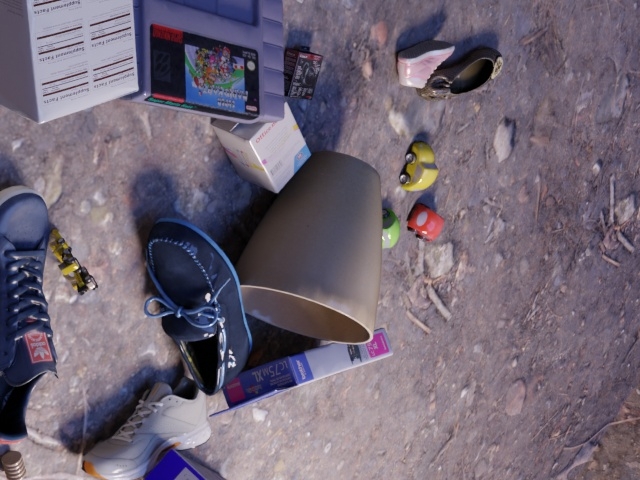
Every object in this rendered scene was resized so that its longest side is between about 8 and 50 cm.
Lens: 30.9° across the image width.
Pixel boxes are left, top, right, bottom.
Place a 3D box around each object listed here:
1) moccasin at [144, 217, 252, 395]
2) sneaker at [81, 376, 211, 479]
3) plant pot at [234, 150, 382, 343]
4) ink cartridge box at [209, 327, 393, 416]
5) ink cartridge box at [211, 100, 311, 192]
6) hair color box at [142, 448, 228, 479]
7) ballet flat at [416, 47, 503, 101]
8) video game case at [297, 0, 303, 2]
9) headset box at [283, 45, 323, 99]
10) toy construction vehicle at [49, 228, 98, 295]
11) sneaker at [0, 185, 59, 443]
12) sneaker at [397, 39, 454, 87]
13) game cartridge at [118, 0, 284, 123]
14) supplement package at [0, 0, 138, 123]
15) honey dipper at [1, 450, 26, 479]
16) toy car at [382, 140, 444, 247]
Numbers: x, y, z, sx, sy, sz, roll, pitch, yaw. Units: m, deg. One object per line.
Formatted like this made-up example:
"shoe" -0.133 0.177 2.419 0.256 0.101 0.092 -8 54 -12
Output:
"moccasin" -0.184 0.115 1.802 0.116 0.138 0.342 -62 143 -37
"sneaker" -0.281 0.292 1.856 0.262 0.099 0.121 -22 119 -52
"plant pot" 0.000 0.000 1.929 0.256 0.257 0.274 42 60 -53
"ink cartridge box" -0.038 0.229 2.039 0.311 0.186 0.065 -15 82 -48
"ink cartridge box" -0.094 -0.163 1.812 0.092 0.090 0.143 -49 140 -21
"hair color box" -0.169 0.467 1.924 0.110 0.185 0.339 -49 158 -7
"ballet flat" 0.279 -0.312 2.216 0.250 0.058 0.084 -22 127 -43
"video game case" -0.027 -0.443 1.801 0.087 0.011 0.122 31 86 -53
"headset box" -0.033 -0.273 1.874 0.062 0.032 0.083 -2 111 -51
"toy construction vehicle" -0.350 0.035 1.608 0.035 0.098 0.086 -35 134 -6
"sneaker" -0.400 0.107 1.539 0.131 0.148 0.350 -5 113 -50
"sneaker" 0.189 -0.319 2.109 0.134 0.051 0.070 -25 130 -37
"game cartridge" -0.175 -0.289 1.600 0.355 0.068 0.230 4 79 -52
"supplement package" -0.334 -0.275 1.361 0.149 0.194 0.203 -26 130 -40
"honey dipper" -0.447 0.381 1.742 0.030 0.030 0.160 -35 137 -34
"toy car" 0.161 -0.045 2.228 0.225 0.053 0.239 -39 137 -31
